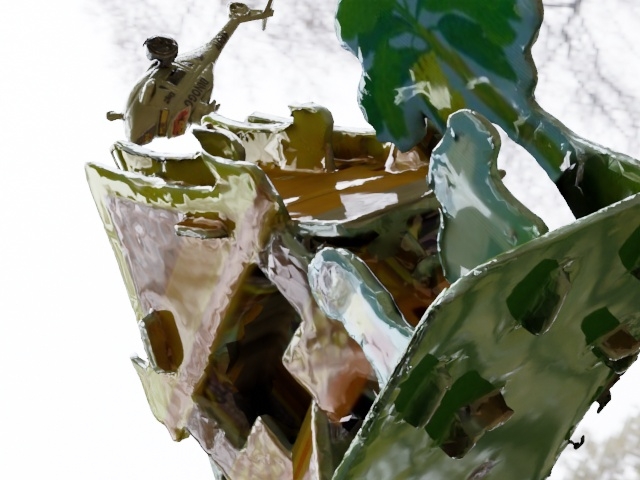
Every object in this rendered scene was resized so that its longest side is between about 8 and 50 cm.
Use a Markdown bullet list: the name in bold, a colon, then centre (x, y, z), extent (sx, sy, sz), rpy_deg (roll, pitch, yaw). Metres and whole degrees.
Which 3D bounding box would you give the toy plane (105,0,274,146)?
- **toy plane**: centre (-0.136, -0.193, 1.653), extent (0.092, 0.108, 0.286), rpy_deg (105, -169, -47)

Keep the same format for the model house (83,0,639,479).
- **model house**: centre (0.000, 0.000, 0.789), extent (0.242, 0.313, 0.358), rpy_deg (-24, -30, -39)
